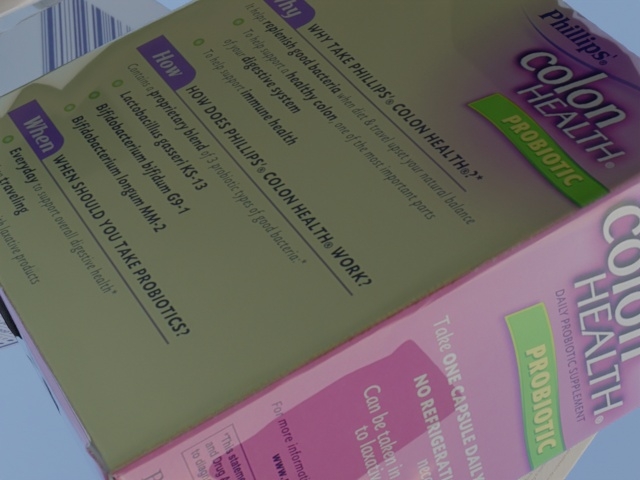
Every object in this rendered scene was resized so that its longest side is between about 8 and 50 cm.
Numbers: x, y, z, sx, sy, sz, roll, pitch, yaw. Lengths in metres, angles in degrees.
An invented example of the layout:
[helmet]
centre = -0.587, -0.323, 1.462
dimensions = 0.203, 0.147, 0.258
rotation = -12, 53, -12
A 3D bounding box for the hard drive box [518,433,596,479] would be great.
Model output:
[hard drive box]
centre = 0.072, 0.060, 1.000
dimensions = 0.181, 0.089, 0.232
rotation = -45, -73, -37

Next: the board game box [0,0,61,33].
[board game box]
centre = -0.286, 0.006, 0.414
dimensions = 0.390, 0.390, 0.050
rotation = -28, -79, -22

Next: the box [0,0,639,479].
[box]
centre = 0.000, 0.000, 0.615
dimensions = 0.243, 0.117, 0.213
rotation = -29, -136, -12

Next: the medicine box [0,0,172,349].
[medicine box]
centre = -0.230, -0.044, 0.863
dimensions = 0.289, 0.263, 0.149
rotation = -17, -113, 28
